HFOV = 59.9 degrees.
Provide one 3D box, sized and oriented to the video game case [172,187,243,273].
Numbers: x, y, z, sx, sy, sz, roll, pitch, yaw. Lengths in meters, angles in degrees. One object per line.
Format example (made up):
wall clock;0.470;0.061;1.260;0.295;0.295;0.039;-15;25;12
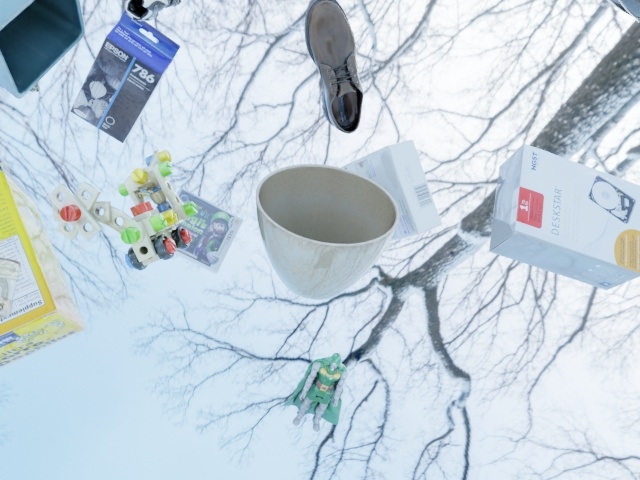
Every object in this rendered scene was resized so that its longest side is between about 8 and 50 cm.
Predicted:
video game case;-0.331;-0.027;1.517;0.190;0.022;0.173;28;-111;-13

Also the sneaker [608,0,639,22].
sneaker;0.146;-0.276;0.313;0.341;0.125;0.139;44;-169;-30

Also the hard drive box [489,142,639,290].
hard drive box;0.426;-0.038;0.964;0.232;0.089;0.181;17;-114;-7

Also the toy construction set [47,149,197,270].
toy construction set;-0.353;-0.060;1.078;0.215;0.151;0.328;67;-158;-8

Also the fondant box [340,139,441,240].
fondant box;0.156;-0.114;1.539;0.096;0.330;0.238;-21;-87;-34

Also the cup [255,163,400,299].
cup;0.000;0.000;1.327;0.331;0.237;0.331;7;-143;-6

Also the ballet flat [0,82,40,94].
ballet flat;-0.845;-0.431;1.565;0.041;0.041;0.114;50;-145;12

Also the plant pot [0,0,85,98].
plant pot;-0.715;-0.525;1.224;0.252;0.248;0.247;34;-113;-4

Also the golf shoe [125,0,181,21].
golf shoe;-0.373;-0.492;1.144;0.094;0.198;0.077;-37;-65;-31

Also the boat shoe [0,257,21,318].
boat shoe;-0.538;0.060;0.729;0.109;0.302;0.098;-1;-99;21

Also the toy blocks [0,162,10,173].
toy blocks;-0.815;-0.134;1.296;0.054;0.148;0.123;26;-83;13

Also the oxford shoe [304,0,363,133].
oxford shoe;0.034;-0.281;0.908;0.083;0.227;0.096;-20;-145;-3

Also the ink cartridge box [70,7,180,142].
ink cartridge box;-0.524;-0.428;1.478;0.165;0.332;0.065;32;-146;-18

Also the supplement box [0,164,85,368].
supplement box;-0.669;0.055;1.155;0.194;0.195;0.356;-25;-105;-13

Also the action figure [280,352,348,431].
action figure;0.001;0.318;1.181;0.137;0.232;0.063;15;-144;-4
